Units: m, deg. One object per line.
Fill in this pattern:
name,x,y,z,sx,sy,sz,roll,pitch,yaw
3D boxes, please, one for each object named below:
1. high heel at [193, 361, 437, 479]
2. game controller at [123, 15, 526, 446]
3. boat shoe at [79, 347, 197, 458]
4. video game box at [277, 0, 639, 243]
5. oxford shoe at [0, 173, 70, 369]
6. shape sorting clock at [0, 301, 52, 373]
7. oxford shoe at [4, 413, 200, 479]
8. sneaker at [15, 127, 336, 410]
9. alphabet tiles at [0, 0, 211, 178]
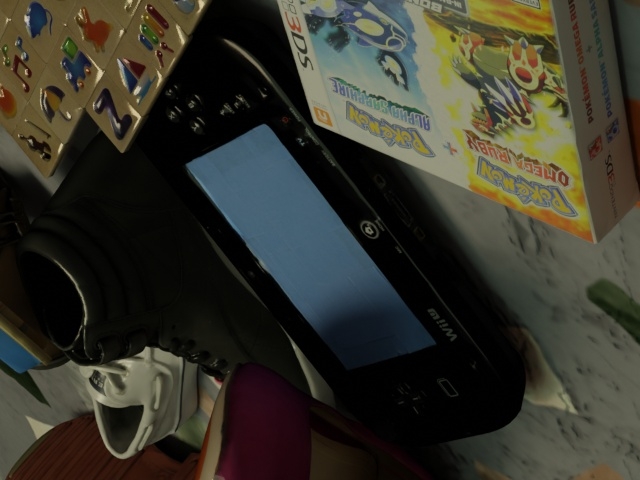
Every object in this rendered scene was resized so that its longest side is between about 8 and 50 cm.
high heel,0.020,0.162,1.236,0.181,0.127,0.377,14,176,6
game controller,0.000,0.000,1.187,0.319,0.067,0.166,52,154,-12
boat shoe,-0.153,0.100,1.540,0.095,0.084,0.258,34,152,25
video game box,0.060,-0.108,0.964,0.205,0.048,0.187,25,150,37
oxford shoe,-0.266,0.012,1.542,0.227,0.083,0.096,52,151,31
shape sorting clock,-0.273,0.020,1.362,0.206,0.040,0.206,42,174,5
oxford shoe,-0.156,0.266,1.731,0.397,0.140,0.146,13,146,52
sneaker,-0.110,0.066,1.357,0.104,0.147,0.295,-2,128,55
alphabet tiles,-0.169,-0.150,1.183,0.198,0.009,0.237,50,138,12
